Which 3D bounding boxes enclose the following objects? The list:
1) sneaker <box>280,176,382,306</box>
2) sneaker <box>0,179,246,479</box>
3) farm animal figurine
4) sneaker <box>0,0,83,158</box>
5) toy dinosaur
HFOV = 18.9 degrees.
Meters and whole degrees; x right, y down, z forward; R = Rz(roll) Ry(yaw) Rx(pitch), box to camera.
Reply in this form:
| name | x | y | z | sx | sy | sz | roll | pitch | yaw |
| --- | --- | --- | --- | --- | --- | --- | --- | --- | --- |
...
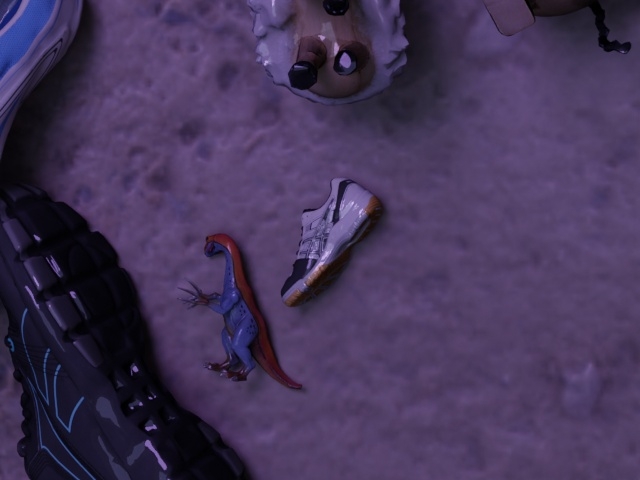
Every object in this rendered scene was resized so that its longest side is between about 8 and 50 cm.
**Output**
| name | x | y | z | sx | sy | sz | roll | pitch | yaw |
| --- | --- | --- | --- | --- | --- | --- | --- | --- | --- |
| sneaker | 0.000 | 0.000 | 1.117 | 0.037 | 0.032 | 0.083 | 42 | 102 | 18 |
| sneaker | -0.145 | 0.092 | 1.130 | 0.106 | 0.101 | 0.267 | -31 | 88 | 25 |
| farm animal figurine | 0.095 | -0.256 | 0.984 | 0.330 | 0.172 | 0.327 | -12 | 109 | 8 |
| sneaker | -0.215 | -0.065 | 1.088 | 0.085 | 0.086 | 0.237 | 12 | 75 | 45 |
| toy dinosaur | -0.050 | 0.039 | 1.139 | 0.090 | 0.047 | 0.082 | 12 | 95 | -22 |
